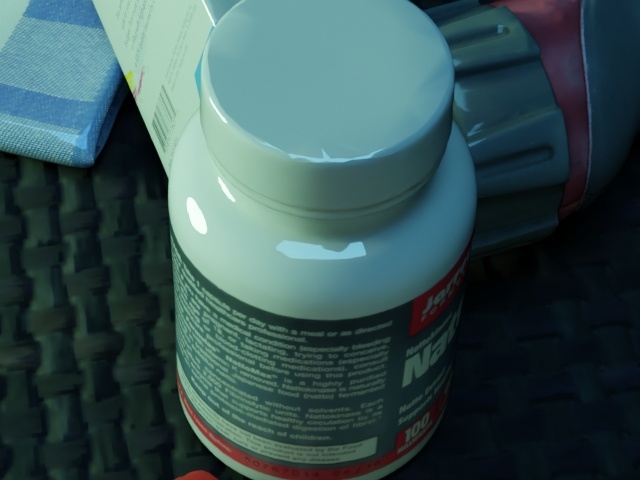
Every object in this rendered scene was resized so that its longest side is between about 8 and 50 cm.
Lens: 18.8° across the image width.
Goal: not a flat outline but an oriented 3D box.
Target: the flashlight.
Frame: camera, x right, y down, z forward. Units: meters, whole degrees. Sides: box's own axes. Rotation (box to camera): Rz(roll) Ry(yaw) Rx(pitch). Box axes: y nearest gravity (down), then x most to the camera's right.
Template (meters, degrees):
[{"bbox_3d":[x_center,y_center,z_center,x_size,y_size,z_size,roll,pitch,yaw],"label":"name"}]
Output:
[{"bbox_3d":[0.170,-0.077,0.800,0.304,0.103,0.103,-15,17,-18],"label":"flashlight"}]

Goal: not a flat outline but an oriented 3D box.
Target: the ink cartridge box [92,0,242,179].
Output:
[{"bbox_3d":[-0.047,-0.106,0.782,0.061,0.104,0.181,-14,65,-24],"label":"ink cartridge box"}]

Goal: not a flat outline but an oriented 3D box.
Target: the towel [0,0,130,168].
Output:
[{"bbox_3d":[-0.198,-0.145,0.875,0.285,0.034,0.209,16,54,9],"label":"towel"}]

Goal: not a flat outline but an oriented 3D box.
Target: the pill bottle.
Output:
[{"bbox_3d":[0.000,0.000,0.678,0.108,0.180,0.108,1,53,-1],"label":"pill bottle"}]

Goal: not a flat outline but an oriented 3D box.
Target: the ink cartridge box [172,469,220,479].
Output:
[{"bbox_3d":[-0.006,0.147,0.541,0.261,0.066,0.296,35,23,21],"label":"ink cartridge box"}]
